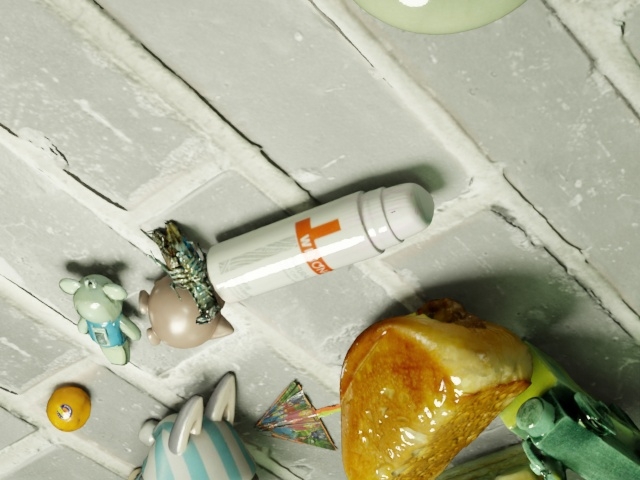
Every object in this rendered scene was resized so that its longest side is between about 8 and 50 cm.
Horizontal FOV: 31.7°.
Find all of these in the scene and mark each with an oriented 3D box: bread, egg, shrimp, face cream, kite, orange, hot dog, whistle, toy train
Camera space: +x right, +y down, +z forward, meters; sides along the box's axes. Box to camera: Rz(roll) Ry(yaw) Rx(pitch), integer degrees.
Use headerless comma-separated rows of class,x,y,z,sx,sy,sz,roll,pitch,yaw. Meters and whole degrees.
bread,0.282,0.515,2.010,0.341,0.210,0.300,-19,177,-7
egg,0.142,-0.327,1.269,0.253,0.186,0.186,-11,135,8
shrimp,-0.207,0.052,1.722,0.082,0.174,0.076,-31,167,9
face cream,0.000,0.000,1.677,0.345,0.102,0.102,-20,133,22
kite,-0.035,0.335,2.091,0.183,0.014,0.241,-18,133,15
orange,-0.450,0.302,2.014,0.083,0.083,0.083,0,136,0
hot dog,0.157,0.241,1.844,0.185,0.223,0.405,-7,144,-39
whistle,-0.350,0.129,1.842,0.114,0.077,0.236,5,143,9
toy train,0.453,0.335,1.906,0.397,0.253,0.160,34,103,-28

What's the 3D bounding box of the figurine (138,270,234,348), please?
figurine,-0.215,0.109,1.789,0.138,0.125,0.125,-17,135,-1

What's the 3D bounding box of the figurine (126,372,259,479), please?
figurine,-0.209,0.410,2.056,0.266,0.361,0.378,20,99,-24
